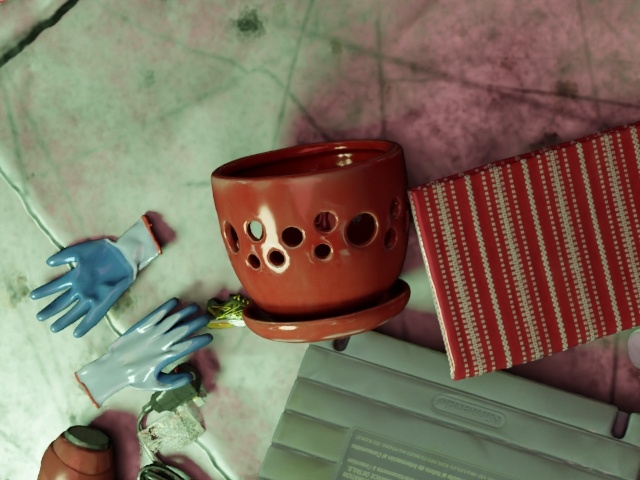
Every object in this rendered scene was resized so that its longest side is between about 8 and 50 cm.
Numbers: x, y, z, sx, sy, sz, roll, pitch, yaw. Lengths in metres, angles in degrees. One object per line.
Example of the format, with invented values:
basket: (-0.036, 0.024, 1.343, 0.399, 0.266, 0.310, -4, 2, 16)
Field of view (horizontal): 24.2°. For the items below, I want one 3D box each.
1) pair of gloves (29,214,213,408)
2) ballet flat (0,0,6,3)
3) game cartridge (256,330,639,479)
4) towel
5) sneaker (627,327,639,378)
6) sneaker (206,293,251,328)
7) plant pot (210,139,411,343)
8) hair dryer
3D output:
pair of gloves: (-0.207, 0.079, 1.558, 0.159, 0.023, 0.198, -33, 75, 7)
ballet flat: (-0.291, -0.341, 1.516, 0.091, 0.077, 0.241, 41, 101, 1)
game cartridge: (0.127, 0.231, 1.471, 0.355, 0.068, 0.230, 17, 71, 11)
towel: (0.231, 0.007, 1.459, 0.275, 0.031, 0.198, -16, 95, -13)
sneaker: (0.398, 0.177, 1.481, 0.105, 0.095, 0.236, -25, 98, -12)
sneaker: (-0.082, 0.072, 1.558, 0.083, 0.031, 0.035, -8, 95, 9)
plant pot: (0.000, 0.000, 1.461, 0.191, 0.191, 0.174, -9, 101, 9)
hair dryer: (-0.201, 0.288, 1.577, 0.294, 0.080, 0.223, -31, 92, 11)
